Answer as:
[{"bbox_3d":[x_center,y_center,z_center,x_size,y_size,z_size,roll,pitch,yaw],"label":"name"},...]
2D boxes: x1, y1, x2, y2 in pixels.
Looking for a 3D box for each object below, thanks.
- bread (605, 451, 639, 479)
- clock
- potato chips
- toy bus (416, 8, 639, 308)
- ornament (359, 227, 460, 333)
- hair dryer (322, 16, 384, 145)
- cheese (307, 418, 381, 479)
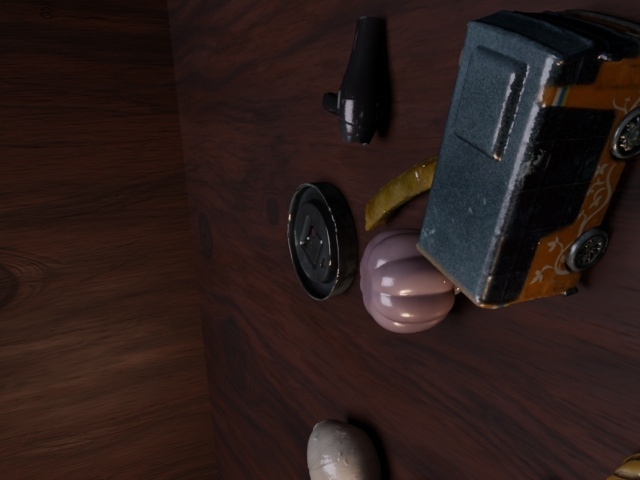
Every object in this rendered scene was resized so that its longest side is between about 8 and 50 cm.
[{"bbox_3d":[0.399,0.346,0.671,0.116,0.076,0.201,139,120,-70],"label":"bread"},{"bbox_3d":[0.000,0.000,1.405,0.280,0.055,0.281,31,125,58],"label":"clock"},{"bbox_3d":[0.178,-0.096,0.997,0.407,0.057,0.080,-24,83,65],"label":"potato chips"},{"bbox_3d":[0.245,-0.093,0.698,0.162,0.194,0.324,-130,38,-49],"label":"toy bus"},{"bbox_3d":[0.153,0.066,1.006,0.177,0.177,0.178,32,127,58],"label":"ornament"},{"bbox_3d":[0.044,-0.312,1.190,0.271,0.091,0.236,-157,70,-65],"label":"hair dryer"},{"bbox_3d":[0.050,0.510,1.359,0.189,0.154,0.198,-34,67,57],"label":"cheese"}]
